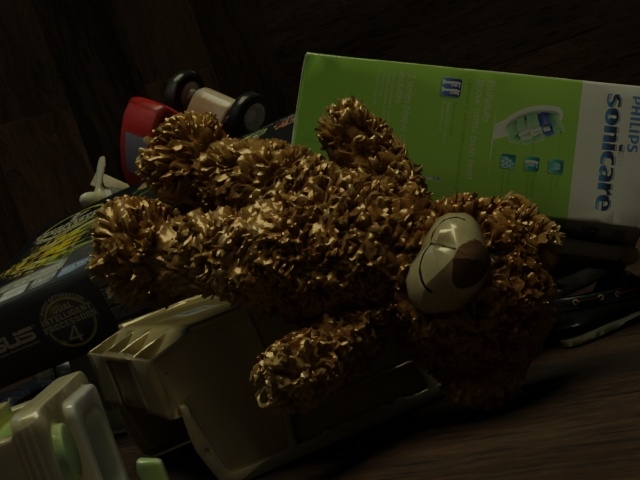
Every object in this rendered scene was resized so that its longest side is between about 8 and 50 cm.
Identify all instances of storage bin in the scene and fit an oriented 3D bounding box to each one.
[{"bbox_3d":[-0.032,0.093,1.201,0.260,0.123,0.262,-21,5,-19],"label":"storage bin"}]

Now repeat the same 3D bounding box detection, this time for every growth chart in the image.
[{"bbox_3d":[0.159,0.020,1.235,0.171,0.021,0.237,5,-11,-10],"label":"growth chart"}]

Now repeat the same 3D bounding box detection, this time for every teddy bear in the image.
[{"bbox_3d":[0.000,0.000,1.030,0.338,0.113,0.245,31,56,26],"label":"teddy bear"}]

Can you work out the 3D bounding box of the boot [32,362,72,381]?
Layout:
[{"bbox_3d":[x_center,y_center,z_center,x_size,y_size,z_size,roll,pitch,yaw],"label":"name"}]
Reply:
[{"bbox_3d":[-0.235,0.148,1.902,0.228,0.091,0.263,-14,8,6],"label":"boot"}]

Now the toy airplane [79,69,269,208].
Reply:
[{"bbox_3d":[-0.138,-0.001,1.918,0.272,0.384,0.386,-52,6,-20],"label":"toy airplane"}]

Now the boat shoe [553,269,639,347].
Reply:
[{"bbox_3d":[0.238,0.043,1.150,0.133,0.042,0.049,-20,0,-24],"label":"boat shoe"}]

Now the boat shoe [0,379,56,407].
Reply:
[{"bbox_3d":[-0.328,0.192,1.205,0.158,0.127,0.340,-26,0,23],"label":"boat shoe"}]

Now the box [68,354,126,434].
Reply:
[{"bbox_3d":[-0.137,0.119,1.591,0.113,0.094,0.275,-17,4,36],"label":"box"}]

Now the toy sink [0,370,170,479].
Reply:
[{"bbox_3d":[-0.176,0.161,0.847,0.234,0.131,0.153,-19,4,2],"label":"toy sink"}]

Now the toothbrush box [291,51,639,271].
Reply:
[{"bbox_3d":[0.128,-0.060,1.237,0.283,0.122,0.206,8,-10,10],"label":"toothbrush box"}]

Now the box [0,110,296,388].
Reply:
[{"bbox_3d":[-0.168,0.002,1.581,0.394,0.097,0.318,-22,17,16],"label":"box"}]

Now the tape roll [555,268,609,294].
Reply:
[{"bbox_3d":[0.185,0.023,1.477,0.219,0.072,0.219,-19,4,1],"label":"tape roll"}]
